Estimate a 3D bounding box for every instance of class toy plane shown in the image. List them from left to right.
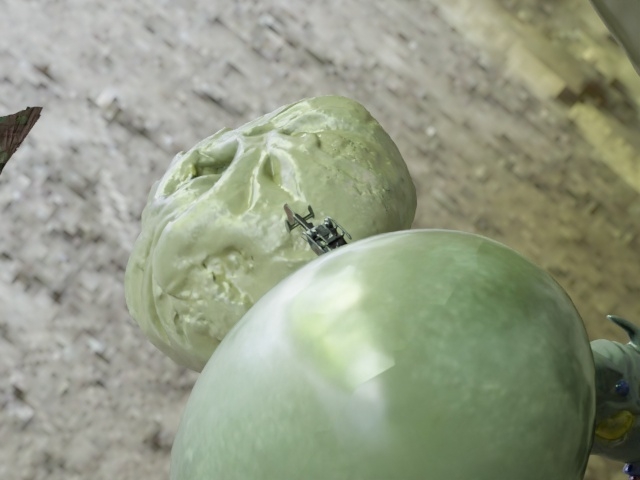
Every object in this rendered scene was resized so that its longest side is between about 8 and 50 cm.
[{"bbox_3d":[0.000,0.000,1.607,0.121,0.031,0.049,45,-20,37],"label":"toy plane"}]

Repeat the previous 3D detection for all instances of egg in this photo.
[{"bbox_3d":[0.039,0.141,1.197,0.258,0.352,0.258,22,36,-17],"label":"egg"}]

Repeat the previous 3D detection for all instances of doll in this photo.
[{"bbox_3d":[0.235,0.136,1.332,0.195,0.104,0.062,48,4,-8],"label":"doll"}]

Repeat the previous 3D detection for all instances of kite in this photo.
[{"bbox_3d":[-0.339,-0.112,1.717,0.157,0.139,0.011,75,-5,-47],"label":"kite"}]

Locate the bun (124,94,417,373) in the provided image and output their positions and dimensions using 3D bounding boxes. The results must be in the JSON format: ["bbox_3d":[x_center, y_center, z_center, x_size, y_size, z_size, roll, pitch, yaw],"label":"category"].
[{"bbox_3d":[-0.070,-0.016,1.910,0.211,0.359,0.360,50,14,-16],"label":"bun"}]

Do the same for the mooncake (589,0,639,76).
[{"bbox_3d":[0.277,-0.188,0.963,0.284,0.284,0.155,0,63,-64],"label":"mooncake"}]
